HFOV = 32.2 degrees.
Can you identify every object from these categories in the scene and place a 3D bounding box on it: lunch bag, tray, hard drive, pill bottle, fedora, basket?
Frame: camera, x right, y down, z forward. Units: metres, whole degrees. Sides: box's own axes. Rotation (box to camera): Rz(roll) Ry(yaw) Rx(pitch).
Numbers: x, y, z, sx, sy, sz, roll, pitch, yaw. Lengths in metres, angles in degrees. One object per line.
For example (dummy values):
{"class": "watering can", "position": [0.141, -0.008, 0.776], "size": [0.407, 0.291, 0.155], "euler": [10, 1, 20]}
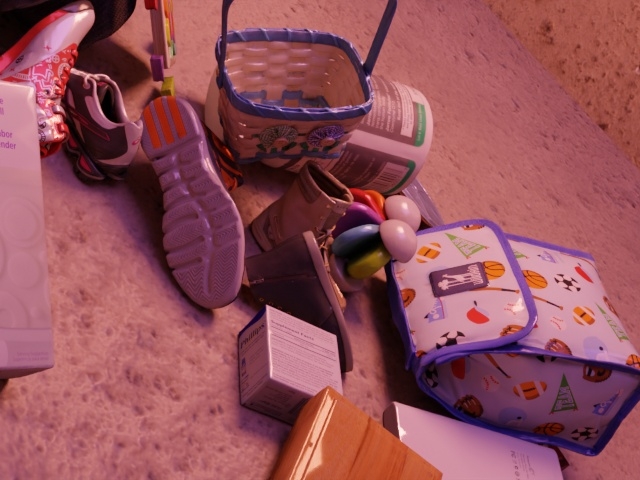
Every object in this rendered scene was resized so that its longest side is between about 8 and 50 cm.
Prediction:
{"class": "lunch bag", "position": [0.301, 0.141, 1.822], "size": [0.385, 0.239, 0.328], "euler": [14, 33, -16]}
{"class": "tray", "position": [0.013, 0.380, 1.326], "size": [0.203, 0.076, 0.411], "euler": [38, 38, -9]}
{"class": "hard drive", "position": [0.238, 0.366, 1.631], "size": [0.308, 0.040, 0.203], "euler": [19, 42, -24]}
{"class": "pill bottle", "position": [-0.002, -0.211, 1.918], "size": [0.361, 0.204, 0.204], "euler": [13, 42, -31]}
{"class": "fedora", "position": [-0.378, -0.392, 1.709], "size": [0.334, 0.334, 0.152], "euler": [-85, 153, -53]}
{"class": "basket", "position": [-0.031, -0.255, 1.635], "size": [0.255, 0.289, 0.201], "euler": [-5, 44, -18]}

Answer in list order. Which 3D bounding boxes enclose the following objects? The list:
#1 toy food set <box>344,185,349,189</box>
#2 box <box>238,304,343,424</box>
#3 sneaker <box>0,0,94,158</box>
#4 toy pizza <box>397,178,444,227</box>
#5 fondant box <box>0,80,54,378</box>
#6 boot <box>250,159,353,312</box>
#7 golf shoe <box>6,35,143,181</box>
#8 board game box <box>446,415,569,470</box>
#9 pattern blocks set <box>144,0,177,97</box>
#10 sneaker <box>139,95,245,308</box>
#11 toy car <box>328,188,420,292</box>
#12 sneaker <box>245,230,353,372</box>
{"class": "toy food set", "position": [0.009, -0.126, 2.023], "size": [0.122, 0.019, 0.078], "euler": [26, 35, -27]}
{"class": "box", "position": [-0.042, 0.179, 1.543], "size": [0.126, 0.072, 0.137], "euler": [26, 36, -27]}
{"class": "sneaker", "position": [-0.377, -0.205, 1.519], "size": [0.145, 0.090, 0.270], "euler": [46, 63, -2]}
{"class": "toy pizza", "position": [0.168, -0.094, 2.124], "size": [0.201, 0.032, 0.201], "euler": [48, 15, -18]}
{"class": "fondant box", "position": [-0.422, -0.016, 1.188], "size": [0.238, 0.096, 0.330], "euler": [4, 74, -47]}
{"class": "boot", "position": [0.000, 0.000, 1.717], "size": [0.077, 0.165, 0.213], "euler": [-12, 61, -54]}
{"class": "golf shoe", "position": [-0.350, -0.213, 1.614], "size": [0.273, 0.120, 0.105], "euler": [51, 33, 14]}
{"class": "board game box", "position": [0.291, 0.335, 1.790], "size": [0.281, 0.027, 0.145], "euler": [-4, 56, -51]}
{"class": "pattern blocks set", "position": [-0.254, -0.354, 1.782], "size": [0.026, 0.285, 0.325], "euler": [-4, 28, -3]}
{"class": "sneaker", "position": [-0.159, -0.053, 1.637], "size": [0.180, 0.125, 0.321], "euler": [24, 51, -72]}
{"class": "toy car", "position": [0.069, -0.016, 1.808], "size": [0.136, 0.159, 0.182], "euler": [48, 29, -21]}
{"class": "sneaker", "position": [-0.030, 0.106, 1.657], "size": [0.083, 0.118, 0.222], "euler": [-106, 176, -84]}
